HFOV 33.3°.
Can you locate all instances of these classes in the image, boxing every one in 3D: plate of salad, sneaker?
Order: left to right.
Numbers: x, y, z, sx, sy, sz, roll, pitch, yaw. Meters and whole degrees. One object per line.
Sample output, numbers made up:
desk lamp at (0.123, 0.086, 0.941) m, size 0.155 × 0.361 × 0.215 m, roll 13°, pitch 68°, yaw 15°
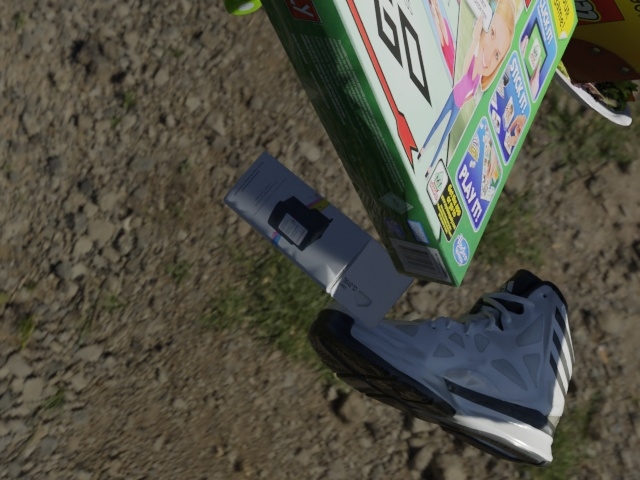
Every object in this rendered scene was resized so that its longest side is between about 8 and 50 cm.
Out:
sneaker at (0.193, 0.132, 1.549) m, size 0.447 × 0.169 × 0.258 m, roll 31°, pitch 72°, yaw -28°
plate of salad at (0.309, -0.220, 1.272) m, size 0.199 × 0.048 × 0.200 m, roll 33°, pitch 33°, yaw -25°

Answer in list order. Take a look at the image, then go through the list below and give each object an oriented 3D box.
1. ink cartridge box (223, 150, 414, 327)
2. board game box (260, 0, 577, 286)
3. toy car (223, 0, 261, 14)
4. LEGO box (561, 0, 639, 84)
ink cartridge box at (0.000, 0.000, 1.126) m, size 0.072 × 0.127 × 0.175 m, roll -50°, pitch 57°, yaw -1°
board game box at (0.057, -0.148, 0.547) m, size 0.046 × 0.317 × 0.214 m, roll 15°, pitch 64°, yaw 30°
toy car at (-0.070, -0.370, 1.450) m, size 0.148 × 0.188 × 0.155 m, roll -17°, pitch 78°, yaw 5°
LEGO box at (0.193, -0.401, 0.661) m, size 0.500 × 0.193 × 0.373 m, roll 46°, pitch 59°, yaw -38°
